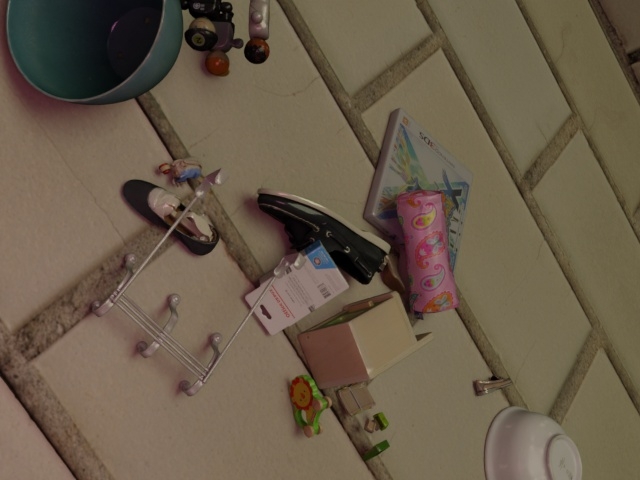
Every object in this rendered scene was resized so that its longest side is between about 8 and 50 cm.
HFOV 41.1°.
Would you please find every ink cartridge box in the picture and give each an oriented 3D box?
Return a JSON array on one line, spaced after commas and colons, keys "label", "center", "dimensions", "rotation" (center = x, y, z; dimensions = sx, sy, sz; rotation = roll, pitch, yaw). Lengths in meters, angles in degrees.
[{"label": "ink cartridge box", "center": [-0.048, 0.092, 1.663], "dimensions": [0.104, 0.180, 0.060], "rotation": [57, 2, -14]}]

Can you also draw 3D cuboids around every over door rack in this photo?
[{"label": "over door rack", "center": [-0.212, 0.074, 1.496], "dimensions": [0.239, 0.108, 0.324], "rotation": [47, 70, -23]}]

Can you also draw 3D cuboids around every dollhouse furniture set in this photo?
[{"label": "dollhouse furniture set", "center": [0.085, 0.372, 1.766], "dimensions": [0.076, 0.058, 0.151], "rotation": [-17, 69, -38]}]

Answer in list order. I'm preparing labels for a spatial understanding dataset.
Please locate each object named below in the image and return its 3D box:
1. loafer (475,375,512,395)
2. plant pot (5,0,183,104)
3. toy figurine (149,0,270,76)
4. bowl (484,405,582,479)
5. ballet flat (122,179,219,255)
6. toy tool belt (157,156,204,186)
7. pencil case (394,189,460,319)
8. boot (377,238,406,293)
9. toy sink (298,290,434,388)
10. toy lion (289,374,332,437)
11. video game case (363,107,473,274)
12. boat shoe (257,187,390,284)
[{"label": "loafer", "center": [0.426, 0.348, 2.092], "dimensions": [0.125, 0.045, 0.039], "rotation": [-9, 76, -43]}, {"label": "plant pot", "center": [-0.348, -0.355, 1.441], "dimensions": [0.195, 0.290, 0.290], "rotation": [14, 63, -72]}, {"label": "toy figurine", "center": [-0.207, -0.398, 1.610], "dimensions": [0.210, 0.213, 0.148], "rotation": [11, 79, -45]}, {"label": "bowl", "center": [0.539, 0.547, 2.070], "dimensions": [0.298, 0.134, 0.297], "rotation": [16, 66, -39]}, {"label": "ballet flat", "center": [-0.260, -0.048, 1.538], "dimensions": [0.203, 0.074, 0.074], "rotation": [42, 51, -26]}, {"label": "toy tool belt", "center": [-0.256, -0.123, 1.581], "dimensions": [0.083, 0.052, 0.051], "rotation": [-20, 82, -45]}, {"label": "pencil case", "center": [0.238, 0.027, 1.924], "dimensions": [0.124, 0.124, 0.284], "rotation": [-17, 103, -46]}, {"label": "boot", "center": [0.163, 0.054, 1.935], "dimensions": [0.118, 0.042, 0.087], "rotation": [45, 48, -24]}, {"label": "toy sink", "center": [0.096, 0.192, 1.745], "dimensions": [0.234, 0.153, 0.131], "rotation": [-22, 92, -45]}, {"label": "toy lion", "center": [-0.028, 0.313, 1.639], "dimensions": [0.034, 0.096, 0.100], "rotation": [-8, 122, -45]}, {"label": "video game case", "center": [0.249, -0.112, 2.077], "dimensions": [0.300, 0.036, 0.329], "rotation": [37, 54, -30]}, {"label": "boat shoe", "center": [-0.002, 0.000, 1.739], "dimensions": [0.340, 0.127, 0.113], "rotation": [28, 79, -40]}]
